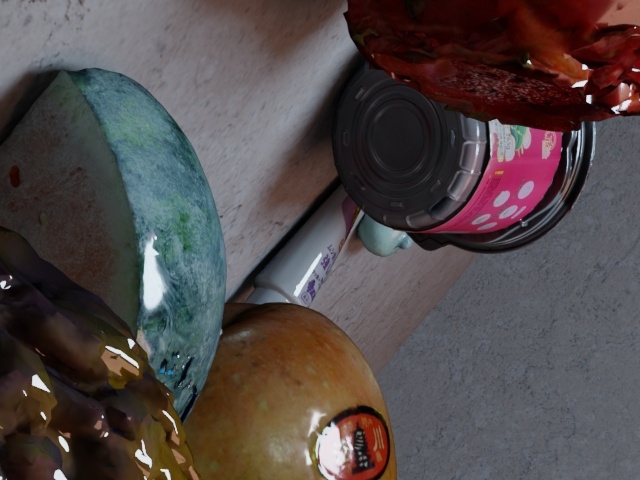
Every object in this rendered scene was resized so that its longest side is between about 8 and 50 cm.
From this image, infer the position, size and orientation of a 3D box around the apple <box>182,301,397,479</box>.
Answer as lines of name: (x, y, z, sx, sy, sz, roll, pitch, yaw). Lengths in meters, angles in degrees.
apple: (-0.091, 0.223, 0.899, 0.338, 0.305, 0.338, -15, -175, 1)

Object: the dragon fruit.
dragon fruit: (0.163, -0.223, 0.732, 0.302, 0.295, 0.295, -56, 166, 6)

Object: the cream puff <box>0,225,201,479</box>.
cream puff: (-0.173, 0.104, 0.402, 0.231, 0.327, 0.343, -52, 126, -10)

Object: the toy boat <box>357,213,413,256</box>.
toy boat: (0.132, -0.035, 1.534, 0.134, 0.079, 0.207, -56, 167, 27)

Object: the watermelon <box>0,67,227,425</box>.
watermelon: (-0.127, 0.051, 0.687, 0.175, 0.188, 0.322, -29, 160, -39)

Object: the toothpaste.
toothpaste: (0.000, 0.000, 1.239, 0.299, 0.073, 0.114, -54, 169, -25)

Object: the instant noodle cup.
instant noodle cup: (0.129, -0.105, 1.054, 0.181, 0.258, 0.303, -8, 130, -50)
